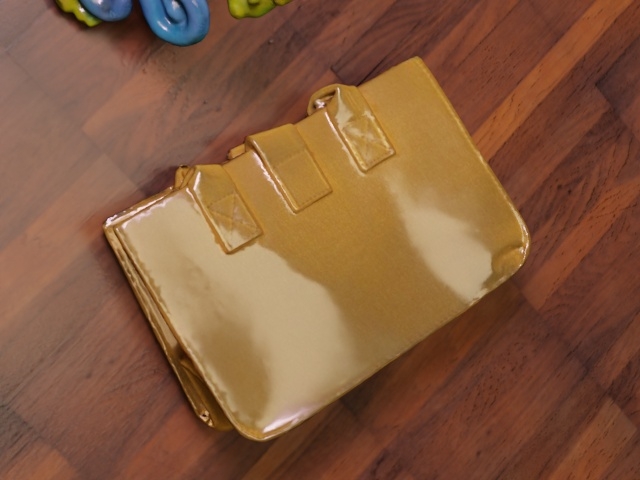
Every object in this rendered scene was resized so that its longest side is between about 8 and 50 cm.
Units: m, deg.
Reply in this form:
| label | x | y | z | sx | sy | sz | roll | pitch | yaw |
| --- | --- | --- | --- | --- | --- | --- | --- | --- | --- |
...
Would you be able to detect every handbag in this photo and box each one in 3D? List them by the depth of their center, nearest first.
| label | x | y | z | sx | sy | sz | roll | pitch | yaw |
| --- | --- | --- | --- | --- | --- | --- | --- | --- | --- |
| handbag | 0.000 | 0.000 | 1.300 | 0.401 | 0.133 | 0.283 | -31 | 98 | -19 |

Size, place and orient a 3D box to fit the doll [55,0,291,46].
| label | x | y | z | sx | sy | sz | roll | pitch | yaw |
| --- | --- | --- | --- | --- | --- | --- | --- | --- | --- |
| doll | -0.179 | -0.333 | 1.112 | 0.346 | 0.341 | 0.099 | 49 | 49 | -24 |
